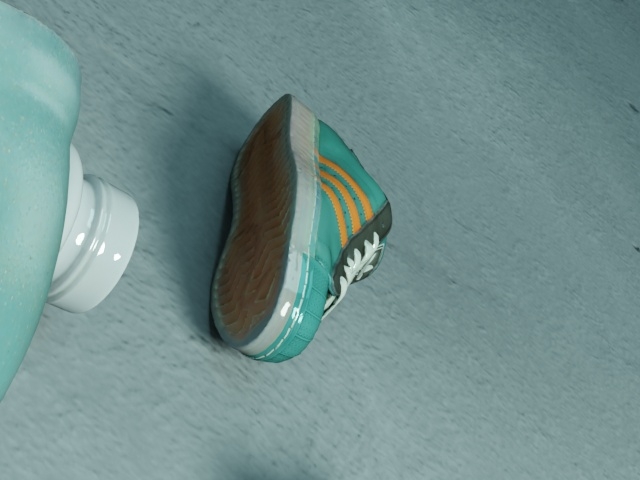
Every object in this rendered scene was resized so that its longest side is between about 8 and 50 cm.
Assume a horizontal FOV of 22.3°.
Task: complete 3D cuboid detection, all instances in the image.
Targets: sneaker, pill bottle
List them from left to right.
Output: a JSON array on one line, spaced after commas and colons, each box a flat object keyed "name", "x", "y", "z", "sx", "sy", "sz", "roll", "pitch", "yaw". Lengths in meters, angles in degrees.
[{"name": "pill bottle", "x": -0.200, "y": -0.029, "z": 0.939, "sx": 0.180, "sy": 0.108, "sz": 0.108, "roll": 28, "pitch": 32, "yaw": -34}, {"name": "sneaker", "x": 0.000, "y": 0.000, "z": 1.195, "sx": 0.121, "sy": 0.108, "sz": 0.302, "roll": 33, "pitch": 28, "yaw": -17}]

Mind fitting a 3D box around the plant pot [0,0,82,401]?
[{"name": "plant pot", "x": -0.241, "y": 0.026, "z": 0.652, "sx": 0.293, "sy": 0.293, "sz": 0.196, "roll": 13, "pitch": 69, "yaw": -49}]
